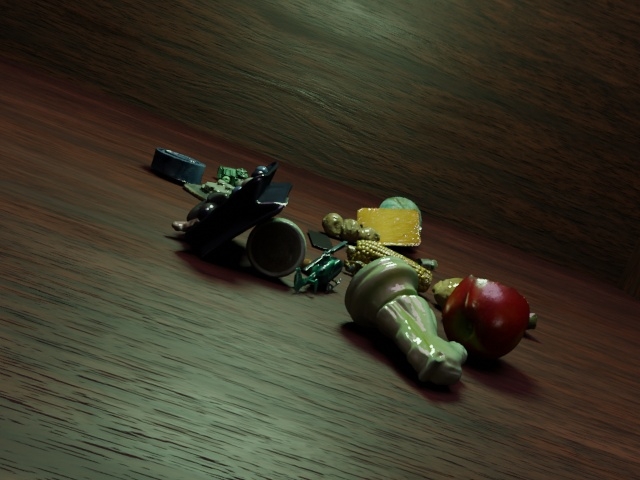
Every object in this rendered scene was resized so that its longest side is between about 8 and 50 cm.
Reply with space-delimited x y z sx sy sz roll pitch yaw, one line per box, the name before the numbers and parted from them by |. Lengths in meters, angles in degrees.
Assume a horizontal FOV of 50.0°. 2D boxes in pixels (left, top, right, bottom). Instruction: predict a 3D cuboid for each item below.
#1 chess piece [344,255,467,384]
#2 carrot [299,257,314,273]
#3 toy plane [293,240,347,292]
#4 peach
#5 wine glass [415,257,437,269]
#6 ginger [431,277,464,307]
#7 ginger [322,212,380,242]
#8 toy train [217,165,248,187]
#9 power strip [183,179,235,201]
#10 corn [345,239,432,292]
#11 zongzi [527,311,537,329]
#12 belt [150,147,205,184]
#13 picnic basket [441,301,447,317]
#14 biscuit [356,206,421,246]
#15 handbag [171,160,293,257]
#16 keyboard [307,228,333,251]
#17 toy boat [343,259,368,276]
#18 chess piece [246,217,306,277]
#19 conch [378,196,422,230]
chess piece | 0.189 0.180 1.390 0.176 0.176 0.298 11 28 -42
carrot | -0.064 0.049 1.767 0.165 0.035 0.036 26 12 35
toy plane | 0.000 0.074 1.622 0.060 0.096 0.235 23 29 22
peach | 0.385 0.169 1.575 0.226 0.190 0.196 -19 75 -48
wine glass | 0.365 0.081 2.394 0.083 0.039 0.042 7 23 -38
ginger | 0.379 0.173 1.884 0.123 0.115 0.193 -1 22 -4
ginger | 0.100 -0.032 2.329 0.204 0.080 0.104 19 -3 -20
toy train | -0.322 -0.226 2.506 0.111 0.071 0.170 10 14 -10
power strip | -0.305 -0.152 2.186 0.198 0.064 0.213 30 14 36
corn | 0.195 0.073 1.970 0.262 0.097 0.097 23 11 4
zongzi | 0.536 0.234 2.006 0.154 0.062 0.130 2 -5 -15
belt | -0.471 -0.243 2.258 0.190 0.082 0.141 23 9 24
picnic basket | 0.348 0.185 1.784 0.072 0.072 0.083 24 3 14
biscuit | 0.248 -0.051 2.515 0.237 0.013 0.232 1 38 4
handbag | -0.206 -0.080 1.644 0.118 0.269 0.325 56 8 -9
keyboard | 0.000 0.002 2.154 0.074 0.015 0.196 15 12 -10
toy boat | 0.119 0.090 1.863 0.049 0.047 0.149 8 18 -47
chess piece | -0.114 0.010 1.673 0.139 0.139 0.272 20 1 -8
conch | 0.315 -0.067 2.690 0.220 0.195 0.277 54 -8 6
